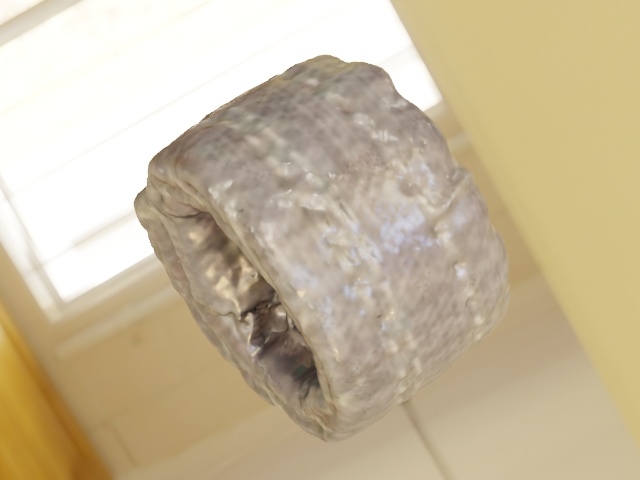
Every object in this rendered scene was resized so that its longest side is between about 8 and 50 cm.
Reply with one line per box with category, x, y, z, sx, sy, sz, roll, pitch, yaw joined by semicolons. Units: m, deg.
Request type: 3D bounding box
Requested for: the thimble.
thimble;0.001;0.002;0.766;0.098;0.150;0.150;-37;-168;-18
